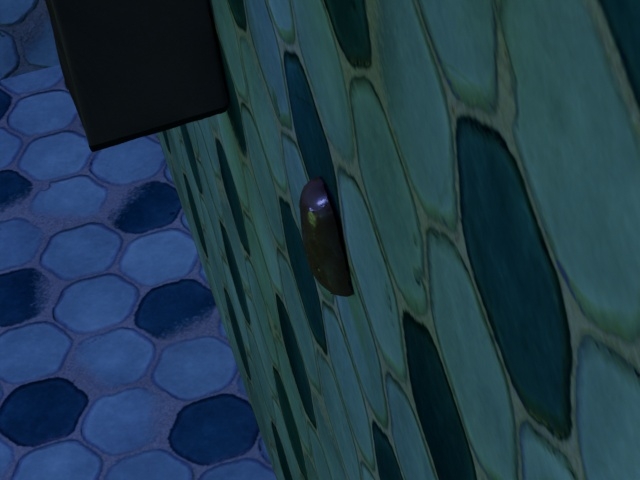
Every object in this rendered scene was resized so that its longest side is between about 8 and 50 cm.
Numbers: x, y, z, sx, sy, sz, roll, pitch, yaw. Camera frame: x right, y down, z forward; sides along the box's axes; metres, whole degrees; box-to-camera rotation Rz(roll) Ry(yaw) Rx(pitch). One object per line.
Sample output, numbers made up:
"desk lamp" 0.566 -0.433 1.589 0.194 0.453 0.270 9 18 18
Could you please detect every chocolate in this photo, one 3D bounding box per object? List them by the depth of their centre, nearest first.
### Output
"chocolate" 0.000 0.000 1.433 0.064 0.031 0.101 -109 5 -58

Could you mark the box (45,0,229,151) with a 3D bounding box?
"box" -0.228 -0.268 1.971 0.153 0.188 0.252 -115 10 -49
